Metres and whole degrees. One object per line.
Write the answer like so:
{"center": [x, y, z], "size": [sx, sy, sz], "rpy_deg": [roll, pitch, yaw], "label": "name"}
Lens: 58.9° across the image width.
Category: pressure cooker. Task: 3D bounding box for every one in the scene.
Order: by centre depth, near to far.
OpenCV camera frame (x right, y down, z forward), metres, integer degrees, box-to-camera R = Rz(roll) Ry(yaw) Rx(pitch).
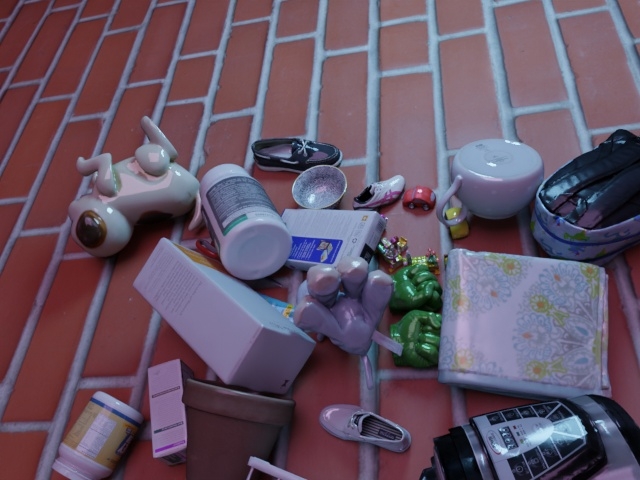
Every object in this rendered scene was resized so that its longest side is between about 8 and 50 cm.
{"center": [0.372, 0.497, 1.005], "size": [0.420, 0.370, 0.376], "rpy_deg": [-16, 63, 6], "label": "pressure cooker"}

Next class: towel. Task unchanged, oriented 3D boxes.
{"center": [0.468, 0.196, 1.300], "size": [0.374, 0.090, 0.321], "rpy_deg": [7, 71, 7], "label": "towel"}

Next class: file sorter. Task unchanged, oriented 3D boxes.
{"center": [-0.029, 0.592, 1.165], "size": [0.277, 0.193, 0.173], "rpy_deg": [13, 64, 24], "label": "file sorter"}

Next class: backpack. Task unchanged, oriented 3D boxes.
{"center": [0.699, -0.087, 1.409], "size": [0.355, 0.274, 0.290], "rpy_deg": [-21, 52, -26], "label": "backpack"}

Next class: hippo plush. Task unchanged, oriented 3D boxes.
{"center": [0.064, 0.160, 1.407], "size": [0.294, 0.236, 0.234], "rpy_deg": [41, 86, -10], "label": "hippo plush"}

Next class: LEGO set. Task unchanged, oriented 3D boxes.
{"center": [0.237, 0.020, 1.535], "size": [0.286, 0.107, 0.132], "rpy_deg": [26, 66, 29], "label": "LEGO set"}

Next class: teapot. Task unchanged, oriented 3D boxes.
{"center": [0.461, -0.140, 1.512], "size": [0.255, 0.187, 0.253], "rpy_deg": [10, 40, 19], "label": "teapot"}

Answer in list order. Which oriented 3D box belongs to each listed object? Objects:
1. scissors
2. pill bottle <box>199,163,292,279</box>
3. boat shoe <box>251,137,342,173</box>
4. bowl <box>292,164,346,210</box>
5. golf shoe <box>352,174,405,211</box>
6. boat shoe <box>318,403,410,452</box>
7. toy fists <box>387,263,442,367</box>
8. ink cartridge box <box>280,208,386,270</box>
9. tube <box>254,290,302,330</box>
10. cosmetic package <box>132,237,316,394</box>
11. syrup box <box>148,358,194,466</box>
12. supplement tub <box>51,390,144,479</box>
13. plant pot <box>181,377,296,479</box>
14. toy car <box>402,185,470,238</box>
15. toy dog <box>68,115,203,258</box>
{"center": [-0.246, 0.070, 1.659], "size": [0.297, 0.109, 0.021], "rpy_deg": [34, 112, 30], "label": "scissors"}
{"center": [-0.232, -0.068, 1.651], "size": [0.204, 0.204, 0.361], "rpy_deg": [-29, 42, -4], "label": "pill bottle"}
{"center": [-0.082, -0.284, 1.848], "size": [0.302, 0.091, 0.114], "rpy_deg": [-3, 56, 14], "label": "boat shoe"}
{"center": [0.004, -0.141, 1.731], "size": [0.170, 0.080, 0.170], "rpy_deg": [-7, 55, 10], "label": "bowl"}
{"center": [0.177, -0.141, 1.679], "size": [0.186, 0.086, 0.067], "rpy_deg": [-37, 53, -12], "label": "golf shoe"}
{"center": [0.099, 0.423, 1.314], "size": [0.226, 0.076, 0.083], "rpy_deg": [7, 58, 21], "label": "boat shoe"}
{"center": [0.244, 0.184, 1.427], "size": [0.142, 0.096, 0.279], "rpy_deg": [-9, 53, 11], "label": "toy fists"}
{"center": [0.000, 0.000, 1.590], "size": [0.370, 0.069, 0.176], "rpy_deg": [6, 64, 44], "label": "ink cartridge box"}
{"center": [-0.130, 0.193, 1.563], "size": [0.207, 0.052, 0.080], "rpy_deg": [21, 81, 23], "label": "tube"}
{"center": [-0.253, 0.185, 1.439], "size": [0.453, 0.230, 0.162], "rpy_deg": [34, 92, 37], "label": "cosmetic package"}
{"center": [-0.369, 0.433, 1.432], "size": [0.096, 0.093, 0.237], "rpy_deg": [-18, 53, 3], "label": "syrup box"}
{"center": [-0.553, 0.496, 1.410], "size": [0.144, 0.144, 0.200], "rpy_deg": [16, 62, 25], "label": "supplement tub"}
{"center": [-0.205, 0.455, 1.302], "size": [0.262, 0.263, 0.230], "rpy_deg": [7, 77, 20], "label": "plant pot"}
{"center": [0.383, -0.137, 1.635], "size": [0.225, 0.053, 0.239], "rpy_deg": [-41, 56, -13], "label": "toy car"}
{"center": [-0.606, -0.118, 1.809], "size": [0.408, 0.284, 0.395], "rpy_deg": [-40, 91, -14], "label": "toy dog"}
